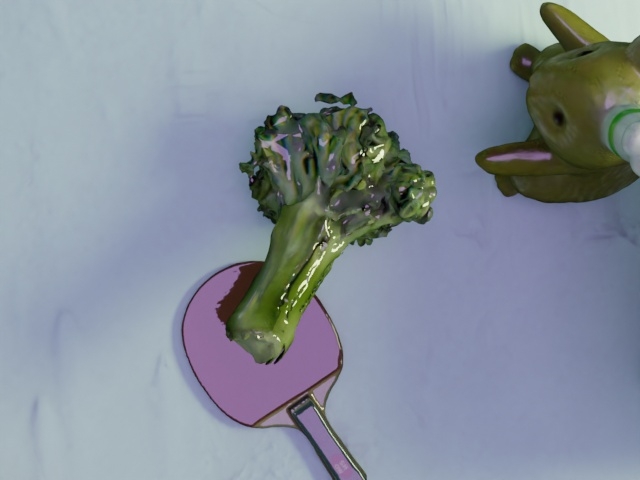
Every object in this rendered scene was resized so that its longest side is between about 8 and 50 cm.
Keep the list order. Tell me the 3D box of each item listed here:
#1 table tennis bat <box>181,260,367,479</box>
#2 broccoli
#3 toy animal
[{"bbox_3d":[-0.036,0.149,1.444,0.154,0.021,0.274,-33,93,-5],"label":"table tennis bat"},{"bbox_3d":[0.019,-0.005,1.337,0.199,0.177,0.274,-6,50,13],"label":"broccoli"},{"bbox_3d":[0.259,-0.133,1.317,0.180,0.363,0.181,16,86,8],"label":"toy animal"}]
